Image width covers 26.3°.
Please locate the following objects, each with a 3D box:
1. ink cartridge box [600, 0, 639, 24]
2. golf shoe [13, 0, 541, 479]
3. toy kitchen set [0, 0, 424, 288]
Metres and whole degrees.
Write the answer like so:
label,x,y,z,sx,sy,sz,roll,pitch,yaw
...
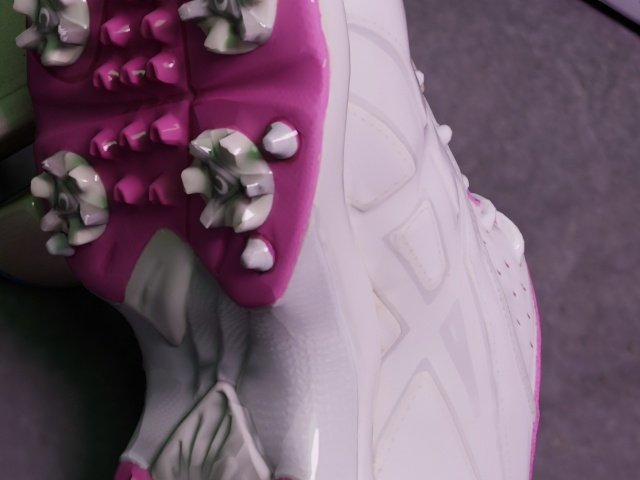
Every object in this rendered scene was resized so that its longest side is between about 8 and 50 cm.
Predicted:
label,x,y,z,sx,sy,sz,roll,pitch,yaw
ink cartridge box,0.191,-0.243,0.682,0.330,0.071,0.324,29,57,-6
golf shoe,0.000,0.000,0.401,0.140,0.115,0.306,-26,119,-43
toy kitchen set,-0.092,-0.098,0.483,0.166,0.122,0.207,-35,102,-32
